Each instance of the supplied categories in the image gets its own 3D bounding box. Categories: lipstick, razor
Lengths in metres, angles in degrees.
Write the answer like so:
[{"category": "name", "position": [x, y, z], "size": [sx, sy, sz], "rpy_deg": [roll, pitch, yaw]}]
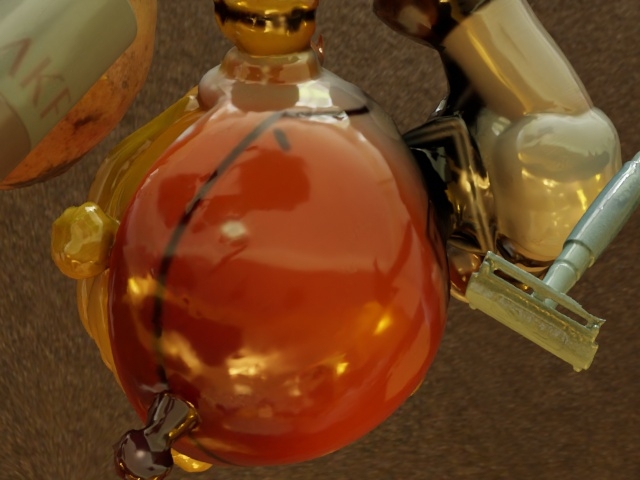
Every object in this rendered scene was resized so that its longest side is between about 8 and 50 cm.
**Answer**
[{"category": "lipstick", "position": [-0.194, -0.045, 0.601], "size": [0.070, 0.070, 0.254], "rpy_deg": [37, 61, -2]}, {"category": "razor", "position": [0.135, -0.003, 0.595], "size": [0.068, 0.040, 0.135], "rpy_deg": [32, 56, 16]}]

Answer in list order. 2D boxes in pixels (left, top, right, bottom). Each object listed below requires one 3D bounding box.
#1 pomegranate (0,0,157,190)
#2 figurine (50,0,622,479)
[{"category": "pomegranate", "position": [-0.295, -0.193, 1.000], "size": [0.322, 0.322, 0.322], "rpy_deg": [3, 77, -11]}, {"category": "figurine", "position": [0.004, 0.001, 0.668], "size": [0.323, 0.196, 0.320], "rpy_deg": [-31, 127, -13]}]
